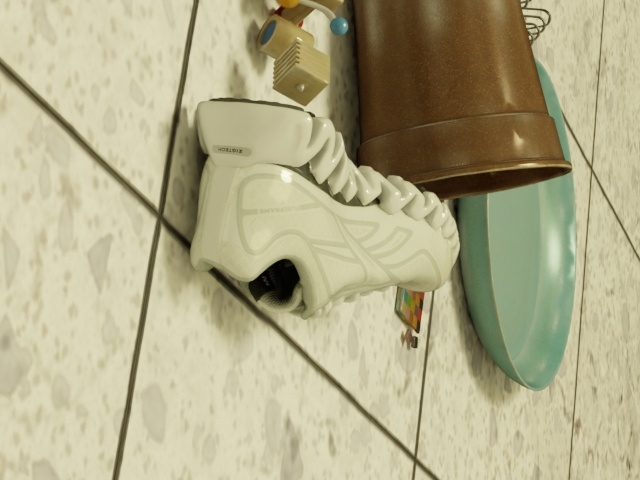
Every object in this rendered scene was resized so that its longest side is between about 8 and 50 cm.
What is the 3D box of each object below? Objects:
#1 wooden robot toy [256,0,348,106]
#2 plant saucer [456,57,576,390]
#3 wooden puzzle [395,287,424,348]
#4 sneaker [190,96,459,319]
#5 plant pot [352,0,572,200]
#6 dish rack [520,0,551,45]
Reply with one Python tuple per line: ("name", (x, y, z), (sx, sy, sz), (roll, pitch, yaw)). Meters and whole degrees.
("wooden robot toy", (-0.027, -0.175, 1.249), (0.079, 0.076, 0.173), (26, 59, -26))
("plant saucer", (0.186, -0.016, 1.771), (0.317, 0.043, 0.318), (-1, 90, -68))
("wooden puzzle", (0.074, 0.045, 1.531), (0.049, 0.006, 0.083), (52, 42, -56))
("sneaker", (0.000, 0.000, 1.237), (0.292, 0.110, 0.118), (27, 71, -57))
("plant pot", (0.095, -0.120, 1.412), (0.167, 0.167, 0.165), (4, 76, -68))
("dish rack", (0.157, -0.253, 1.672), (0.271, 0.074, 0.208), (-51, 135, -59))
